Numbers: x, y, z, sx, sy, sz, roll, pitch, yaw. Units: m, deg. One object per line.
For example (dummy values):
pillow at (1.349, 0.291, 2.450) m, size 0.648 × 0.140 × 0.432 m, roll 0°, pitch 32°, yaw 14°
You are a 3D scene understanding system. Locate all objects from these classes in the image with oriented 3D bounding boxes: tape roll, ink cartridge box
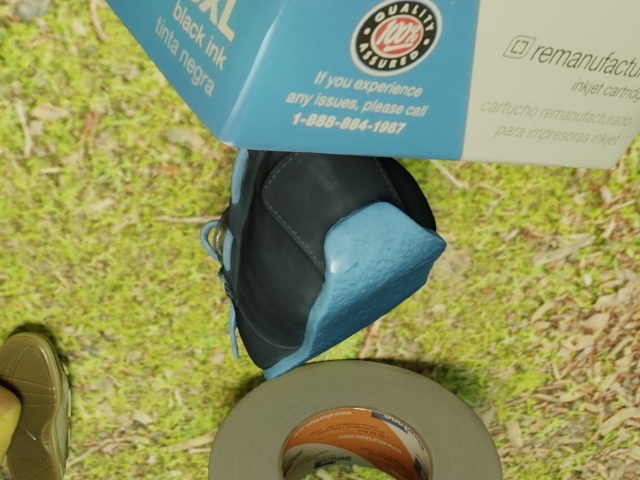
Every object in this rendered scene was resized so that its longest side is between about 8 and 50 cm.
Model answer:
tape roll at (0.025, 0.192, 0.769) m, size 0.219 × 0.219 × 0.072 m, roll -3°, pitch 128°, yaw -8°
ink cartridge box at (0.104, -0.237, 0.441) m, size 0.286 × 0.166 × 0.394 m, roll -1°, pitch 130°, yaw -40°

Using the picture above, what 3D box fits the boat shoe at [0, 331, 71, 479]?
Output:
boat shoe at (-0.220, 0.129, 0.791) m, size 0.056 × 0.048 × 0.153 m, roll 4°, pitch 121°, yaw 7°

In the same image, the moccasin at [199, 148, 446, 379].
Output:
moccasin at (0.000, 0.000, 0.628) m, size 0.138 × 0.116 × 0.342 m, roll -30°, pitch 171°, yaw -17°

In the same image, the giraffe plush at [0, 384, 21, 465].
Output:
giraffe plush at (-0.313, 0.207, 0.721) m, size 0.182 × 0.170 × 0.210 m, roll -3°, pitch 122°, yaw 10°
